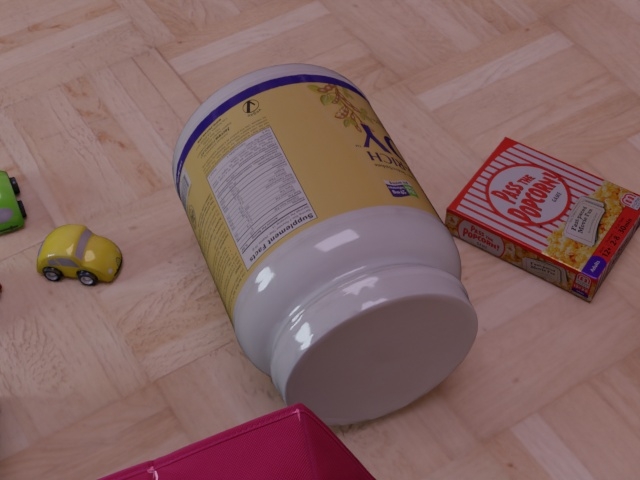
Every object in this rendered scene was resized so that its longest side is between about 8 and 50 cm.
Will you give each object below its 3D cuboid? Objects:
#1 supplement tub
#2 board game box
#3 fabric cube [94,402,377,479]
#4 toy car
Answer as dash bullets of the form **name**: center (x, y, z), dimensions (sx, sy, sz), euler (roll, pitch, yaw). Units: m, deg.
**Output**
- **supplement tub**: center (0.000, 0.000, 1.095), dimensions (0.241, 0.241, 0.331), euler (-18, 52, -13)
- **board game box**: center (0.267, -0.029, 1.238), dimensions (0.194, 0.045, 0.146), euler (27, 56, 22)
- **fabric cube**: center (-0.055, 0.323, 0.779), dimensions (0.259, 0.254, 0.258), euler (-23, 50, 11)
- **toy car**: center (-0.375, -0.012, 1.233), dimensions (0.239, 0.053, 0.225), euler (-19, 53, -14)
